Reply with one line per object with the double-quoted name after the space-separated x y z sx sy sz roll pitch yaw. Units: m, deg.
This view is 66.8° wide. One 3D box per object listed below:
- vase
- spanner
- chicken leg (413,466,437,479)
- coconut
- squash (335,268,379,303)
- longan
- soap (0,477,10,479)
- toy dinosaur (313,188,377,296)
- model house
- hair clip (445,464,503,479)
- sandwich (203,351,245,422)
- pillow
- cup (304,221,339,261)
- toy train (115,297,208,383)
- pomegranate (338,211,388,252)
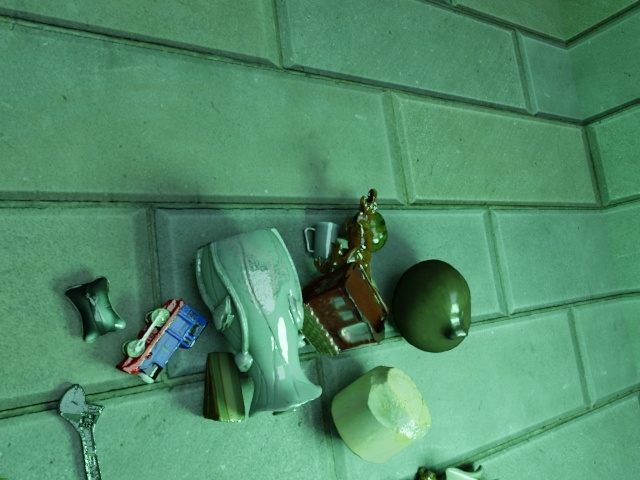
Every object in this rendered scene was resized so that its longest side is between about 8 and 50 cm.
-0.148 0.202 1.197 0.250 0.250 0.445 -13 81 -34 "vase"
-0.501 0.471 1.051 0.093 0.026 0.325 -9 85 -33 "spanner"
0.264 0.756 1.450 0.252 0.087 0.107 -12 97 -41 "chicken leg"
0.154 0.489 1.354 0.239 0.244 0.239 41 22 -21 "coconut"
0.085 0.191 1.490 0.219 0.041 0.219 5 80 -29 "squash"
0.352 0.208 1.517 0.243 0.300 0.300 -15 88 -12 "longan"
-0.664 0.499 0.926 0.140 0.045 0.088 17 68 -28 "soap"
0.091 0.064 1.418 0.208 0.097 0.431 -7 106 -36 "toy dinosaur"
0.033 0.199 1.336 0.196 0.254 0.160 58 33 -15 "model house"
0.478 0.796 1.539 0.282 0.113 0.172 8 114 -41 "hair clip"
-0.231 0.358 1.198 0.079 0.113 0.163 11 73 -31 "sandwich"
-0.509 0.154 1.101 0.091 0.055 0.135 -25 95 -53 "pillow"
0.000 0.000 1.463 0.104 0.074 0.116 9 78 -7 "cup"
-0.375 0.238 1.151 0.131 0.083 0.204 43 60 -20 "toy train"
0.135 -0.027 1.516 0.163 0.126 0.138 -8 96 -33 "pomegranate"
